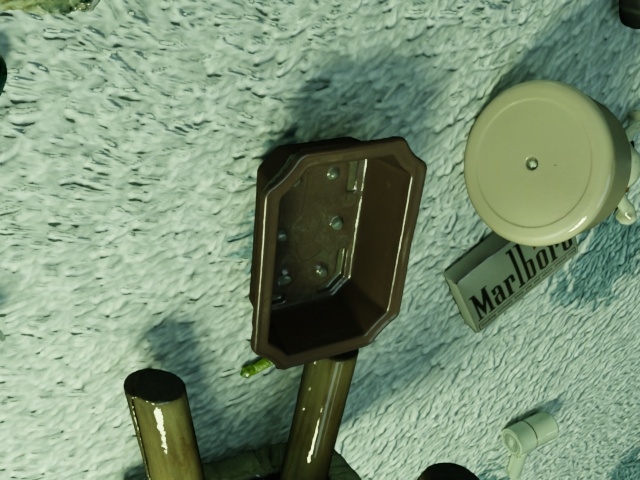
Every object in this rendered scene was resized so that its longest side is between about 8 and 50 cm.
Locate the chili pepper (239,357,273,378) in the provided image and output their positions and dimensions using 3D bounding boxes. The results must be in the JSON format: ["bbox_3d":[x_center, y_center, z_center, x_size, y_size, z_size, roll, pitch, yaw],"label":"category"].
[{"bbox_3d":[-0.056,0.128,0.912,0.083,0.017,0.030,-39,135,-7],"label":"chili pepper"}]

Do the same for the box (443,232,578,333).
[{"bbox_3d":[0.247,0.030,1.037,0.177,0.036,0.115,-38,132,-6],"label":"box"}]

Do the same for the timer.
[{"bbox_3d":[0.311,-0.085,0.938,0.266,0.175,0.175,-3,122,-46],"label":"timer"}]

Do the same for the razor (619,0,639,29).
[{"bbox_3d":[0.362,-0.308,0.872,0.090,0.054,0.148,-37,134,-13],"label":"razor"}]

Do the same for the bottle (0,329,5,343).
[{"bbox_3d":[-0.364,0.146,0.691,0.217,0.060,0.060,-39,133,-6],"label":"bottle"}]

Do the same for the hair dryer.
[{"bbox_3d":[0.327,0.338,1.296,0.082,0.047,0.137,-17,133,-25],"label":"hair dryer"}]

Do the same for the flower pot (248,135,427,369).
[{"bbox_3d":[0.000,0.000,0.819,0.179,0.084,0.250,-12,126,-28],"label":"flower pot"}]

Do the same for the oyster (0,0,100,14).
[{"bbox_3d":[-0.117,-0.270,0.554,0.199,0.087,0.252,1,112,-24],"label":"oyster"}]

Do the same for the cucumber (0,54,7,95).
[{"bbox_3d":[-0.276,-0.085,0.611,0.032,0.032,0.133,29,100,-42],"label":"cucumber"}]

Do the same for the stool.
[{"bbox_3d":[-0.031,0.272,0.821,0.310,0.310,0.226,-7,125,-32],"label":"stool"}]
